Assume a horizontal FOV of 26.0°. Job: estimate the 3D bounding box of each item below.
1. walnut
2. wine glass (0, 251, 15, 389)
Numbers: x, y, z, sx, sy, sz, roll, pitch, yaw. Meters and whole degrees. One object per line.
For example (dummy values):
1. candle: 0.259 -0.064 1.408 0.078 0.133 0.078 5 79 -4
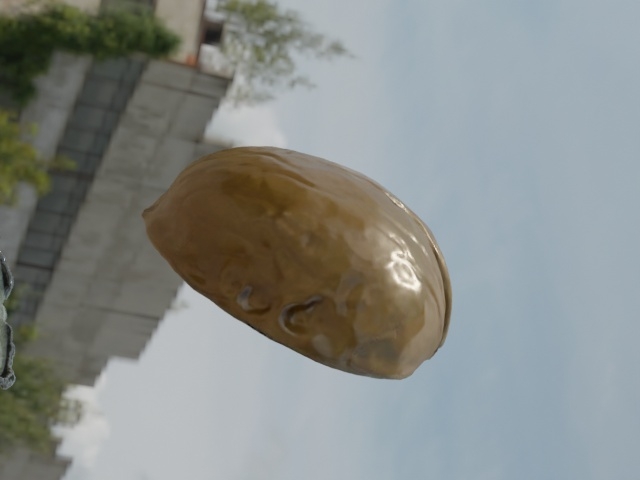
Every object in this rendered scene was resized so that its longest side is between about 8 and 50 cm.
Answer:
1. walnut: -0.001 -0.002 0.867 0.087 0.211 0.167 -60 -170 28
2. wine glass: -0.231 0.017 0.595 0.122 0.182 0.122 172 -90 -85
